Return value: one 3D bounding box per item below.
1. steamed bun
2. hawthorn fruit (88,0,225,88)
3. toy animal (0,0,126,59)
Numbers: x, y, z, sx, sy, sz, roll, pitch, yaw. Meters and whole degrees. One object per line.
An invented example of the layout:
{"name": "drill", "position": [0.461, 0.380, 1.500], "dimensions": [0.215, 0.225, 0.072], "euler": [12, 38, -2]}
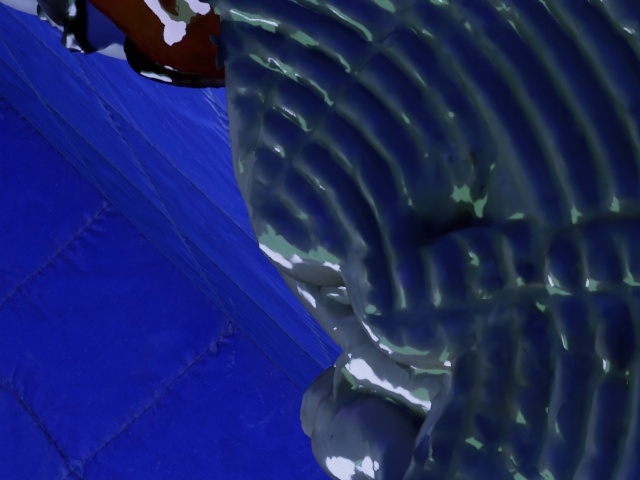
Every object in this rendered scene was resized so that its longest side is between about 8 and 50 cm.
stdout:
{"name": "steamed bun", "position": [0.108, -0.012, 0.503], "dimensions": [0.206, 0.275, 0.319], "euler": [1, -112, -63]}
{"name": "hawthorn fruit", "position": [-0.043, -0.186, 0.596], "dimensions": [0.189, 0.189, 0.251], "euler": [45, 164, 14]}
{"name": "toy animal", "position": [-0.158, -0.231, 0.890], "dimensions": [0.187, 0.165, 0.235], "euler": [-2, -156, -43]}
